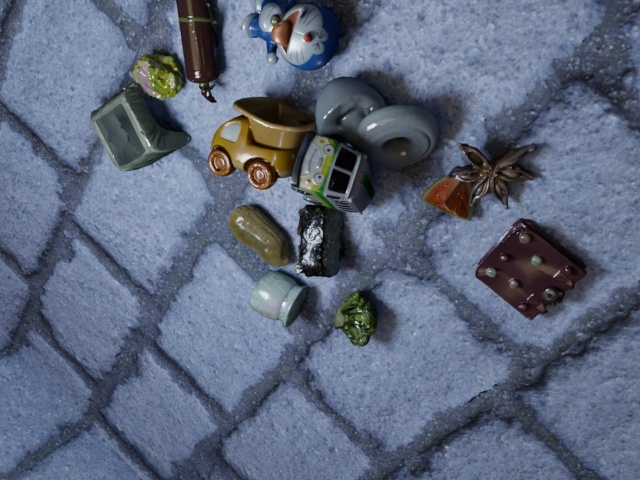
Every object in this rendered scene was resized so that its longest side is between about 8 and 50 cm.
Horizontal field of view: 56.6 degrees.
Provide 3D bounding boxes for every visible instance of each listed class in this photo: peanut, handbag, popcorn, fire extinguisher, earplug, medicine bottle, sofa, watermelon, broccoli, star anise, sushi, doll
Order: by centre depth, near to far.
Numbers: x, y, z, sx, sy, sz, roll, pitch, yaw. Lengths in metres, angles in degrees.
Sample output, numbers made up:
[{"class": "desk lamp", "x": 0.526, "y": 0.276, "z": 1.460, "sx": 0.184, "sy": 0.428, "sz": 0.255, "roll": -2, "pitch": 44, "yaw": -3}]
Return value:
[{"class": "star anise", "x": 0.411, "y": -0.161, "z": 1.446, "sx": 0.208, "sy": 0.063, "sz": 0.171, "roll": 2, "pitch": 119, "yaw": 7}, {"class": "earplug", "x": 0.138, "y": -0.296, "z": 1.494, "sx": 0.326, "sy": 0.175, "sz": 0.214, "roll": 24, "pitch": 153, "yaw": 11}, {"class": "handbag", "x": 0.524, "y": 0.078, "z": 1.499, "sx": 0.216, "sy": 0.074, "sz": 0.203, "roll": 41, "pitch": 126, "yaw": 7}, {"class": "doll", "x": -0.073, "y": -0.541, "z": 1.506, "sx": 0.257, "sy": 0.161, "sz": 0.215, "roll": 27, "pitch": 96, "yaw": 20}, {"class": "watermelon", "x": 0.319, "y": -0.102, "z": 1.517, "sx": 0.135, "sy": 0.094, "sz": 0.125, "roll": -2, "pitch": 112, "yaw": 26}, {"class": "fire extinguisher", "x": -0.333, "y": -0.559, "z": 1.658, "sx": 0.141, "sy": 0.105, "sz": 0.341, "roll": -150, "pitch": 51, "yaw": -61}, {"class": "sushi", "x": 0.000, "y": 0.000, "z": 1.726, "sx": 0.115, "sy": 0.147, "sz": 0.212, "roll": 2, "pitch": 95, "yaw": 35}, {"class": "broccoli", "x": 0.108, "y": 0.226, "z": 1.761, "sx": 0.146, "sy": 0.138, "sz": 0.162, "roll": 39, "pitch": 118, "yaw": 46}, {"class": "popcorn", "x": -0.484, "y": -0.489, "z": 1.777, "sx": 0.145, "sy": 0.126, "sz": 0.125, "roll": 17, "pitch": 138, "yaw": -9}, {"class": "peanut", "x": -0.185, "y": -0.010, "z": 1.836, "sx": 0.120, "sy": 0.110, "sz": 0.236, "roll": -42, "pitch": 95, "yaw": 14}, {"class": "sofa", "x": -0.562, "y": -0.351, "z": 1.847, "sx": 0.210, "sy": 0.176, "sz": 0.225, "roll": -23, "pitch": 99, "yaw": 35}, {"class": "medicine bottle", "x": -0.127, "y": 0.181, "z": 1.860, "sx": 0.143, "sy": 0.147, "sz": 0.147, "roll": 27, "pitch": 122, "yaw": 14}]

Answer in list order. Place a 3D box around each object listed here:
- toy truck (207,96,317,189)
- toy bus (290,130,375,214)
[{"class": "toy truck", "x": -0.158, "y": -0.269, "z": 1.642, "sx": 0.288, "sy": 0.204, "sz": 0.211, "roll": 22, "pitch": 118, "yaw": 19}, {"class": "toy bus", "x": 0.040, "y": -0.158, "z": 1.516, "sx": 0.179, "sy": 0.305, "sz": 0.143, "roll": 19, "pitch": 88, "yaw": 12}]
